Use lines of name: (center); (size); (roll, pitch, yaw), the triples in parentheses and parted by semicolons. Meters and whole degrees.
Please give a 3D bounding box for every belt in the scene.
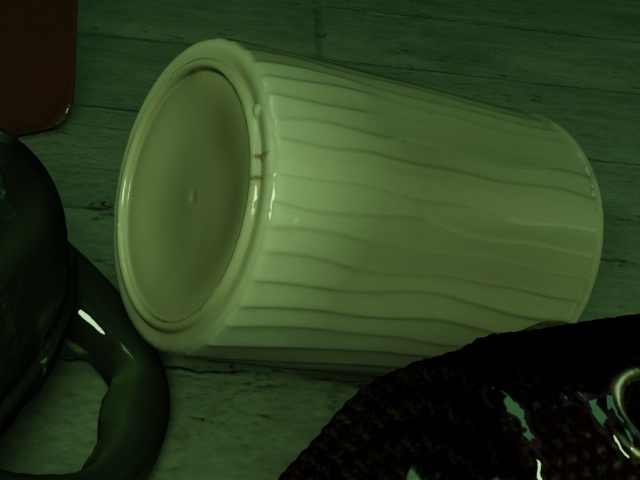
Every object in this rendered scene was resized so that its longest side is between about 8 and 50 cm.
belt: (0.058, 0.151, 0.486); (0.164, 0.289, 0.184); (-10, 55, -31)

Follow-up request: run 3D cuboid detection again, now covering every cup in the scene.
cup: (0.005, -0.018, 0.830); (0.273, 0.208, 0.288); (9, 9, -36)

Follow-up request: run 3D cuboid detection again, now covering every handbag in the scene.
handbag: (-0.356, -0.208, 1.111); (0.084, 0.260, 0.275); (31, 36, 34)

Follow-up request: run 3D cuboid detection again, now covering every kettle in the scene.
kettle: (-0.232, 0.047, 0.727); (0.321, 0.228, 0.324); (35, 22, -4)

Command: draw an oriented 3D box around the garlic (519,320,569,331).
garlic: (0.166, 0.127, 0.697); (0.245, 0.160, 0.245); (-1, 26, 1)
